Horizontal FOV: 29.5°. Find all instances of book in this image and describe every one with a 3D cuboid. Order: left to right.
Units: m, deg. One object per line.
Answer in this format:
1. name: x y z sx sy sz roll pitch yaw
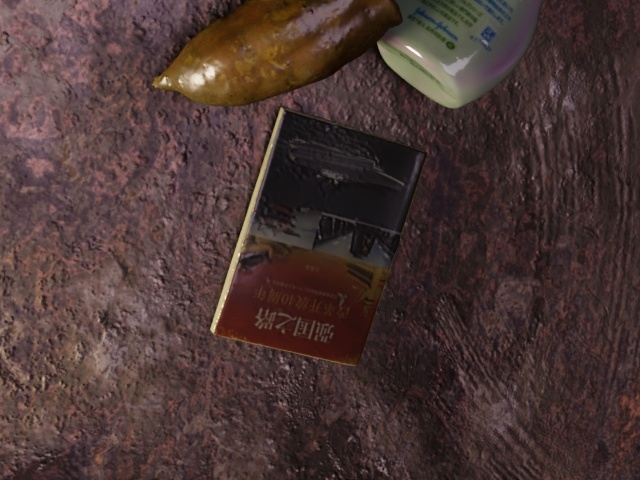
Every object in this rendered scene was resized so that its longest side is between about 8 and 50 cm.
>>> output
1. book: 0.000 0.000 1.934 0.262 0.028 0.374 15 97 -24

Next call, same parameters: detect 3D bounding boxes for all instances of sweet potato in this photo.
1. sweet potato: -0.069 -0.280 1.754 0.369 0.158 0.158 -29 112 6

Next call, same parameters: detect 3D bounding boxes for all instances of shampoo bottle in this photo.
1. shampoo bottle: 0.253 -0.381 1.850 0.222 0.151 0.349 38 82 20
